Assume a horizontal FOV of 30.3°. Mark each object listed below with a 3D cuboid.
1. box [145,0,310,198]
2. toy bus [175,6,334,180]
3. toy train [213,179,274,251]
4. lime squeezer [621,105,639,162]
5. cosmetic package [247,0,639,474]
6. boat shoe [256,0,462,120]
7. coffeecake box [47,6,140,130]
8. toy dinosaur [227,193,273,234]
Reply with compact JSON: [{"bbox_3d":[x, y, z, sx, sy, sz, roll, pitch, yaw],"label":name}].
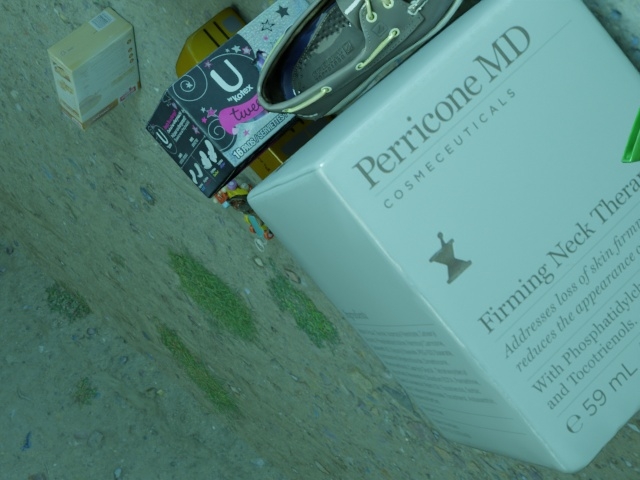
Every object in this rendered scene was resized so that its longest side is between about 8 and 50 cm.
[{"bbox_3d":[-0.097,-0.203,1.621,0.142,0.247,0.163,47,157,-2],"label":"box"},{"bbox_3d":[-0.077,-0.179,1.776,0.333,0.130,0.108,47,156,0],"label":"toy bus"},{"bbox_3d":[-0.138,-0.063,2.185,0.166,0.046,0.125,48,159,5],"label":"toy train"},{"bbox_3d":[0.303,-0.232,1.082,0.059,0.110,0.310,-161,64,-76],"label":"lime squeezer"},{"bbox_3d":[0.189,-0.014,1.274,0.394,0.329,0.327,50,167,-7],"label":"cosmetic package"},{"bbox_3d":[0.049,-0.250,1.308,0.324,0.096,0.116,-42,75,35],"label":"boat shoe"},{"bbox_3d":[-0.404,-0.306,2.125,0.068,0.142,0.185,40,156,17],"label":"coffeecake box"},{"bbox_3d":[0.000,0.000,1.958,0.200,0.127,0.296,30,165,51],"label":"toy dinosaur"}]
